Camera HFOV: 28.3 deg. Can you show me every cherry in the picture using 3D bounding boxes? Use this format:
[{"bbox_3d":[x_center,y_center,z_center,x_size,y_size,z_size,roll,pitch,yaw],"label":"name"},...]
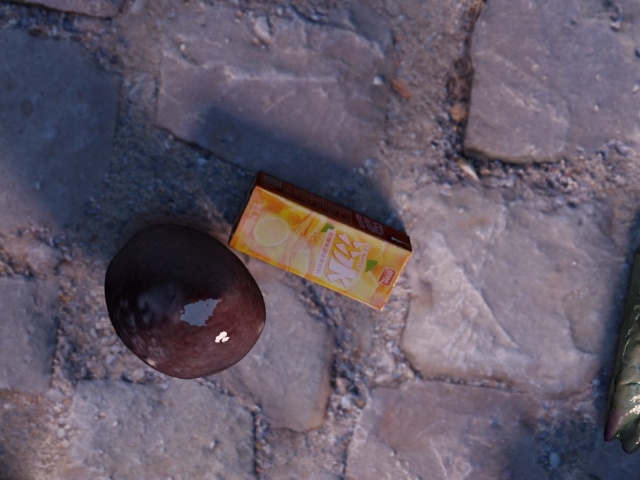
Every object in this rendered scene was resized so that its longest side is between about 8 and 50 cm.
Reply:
[{"bbox_3d":[-0.173,0.079,1.621,0.213,0.266,0.183,34,73,-12],"label":"cherry"}]

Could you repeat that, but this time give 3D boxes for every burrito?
[{"bbox_3d":[0.448,0.146,1.709,0.096,0.066,0.309,9,111,3],"label":"burrito"}]

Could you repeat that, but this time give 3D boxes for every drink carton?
[{"bbox_3d":[0.000,0.000,1.654,0.223,0.071,0.096,24,108,-8],"label":"drink carton"}]
